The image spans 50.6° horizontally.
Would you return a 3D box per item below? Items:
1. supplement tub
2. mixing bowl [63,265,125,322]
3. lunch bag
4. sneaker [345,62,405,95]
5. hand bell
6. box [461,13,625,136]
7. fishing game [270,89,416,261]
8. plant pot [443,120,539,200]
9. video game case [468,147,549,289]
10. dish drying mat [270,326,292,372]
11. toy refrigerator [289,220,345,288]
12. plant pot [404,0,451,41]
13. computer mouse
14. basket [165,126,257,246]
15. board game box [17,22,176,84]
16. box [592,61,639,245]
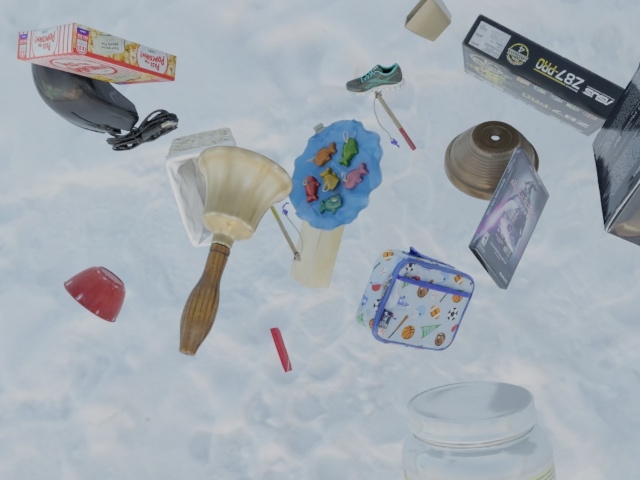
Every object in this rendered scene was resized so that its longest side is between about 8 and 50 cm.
[{"bbox_3d":[0.256,0.410,1.076,0.235,0.235,0.325,-6,94,28],"label":"supplement tub"},{"bbox_3d":[-0.622,0.137,1.919,0.181,0.181,0.098,38,88,30],"label":"mixing bowl"},{"bbox_3d":[0.243,0.148,1.722,0.115,0.303,0.243,35,105,53],"label":"lunch bag"},{"bbox_3d":[0.149,-0.452,1.872,0.166,0.076,0.065,-10,48,3],"label":"sneaker"},{"bbox_3d":[-0.125,0.021,0.815,0.126,0.126,0.242,2,63,29],"label":"hand bell"},{"bbox_3d":[0.556,-0.414,1.736,0.394,0.318,0.097,31,100,10],"label":"box"},{"bbox_3d":[0.016,-0.107,1.039,0.264,0.041,0.189,-41,51,22],"label":"fishing game"},{"bbox_3d":[0.434,-0.223,1.704,0.237,0.110,0.237,-2,53,3],"label":"plant pot"},{"bbox_3d":[0.445,-0.049,1.582,0.026,0.196,0.274,14,68,44],"label":"video game case"},{"bbox_3d":[-0.071,0.199,1.234,0.008,0.032,0.083,-22,80,20],"label":"dish drying mat"},{"bbox_3d":[0.000,0.000,2.016,0.102,0.094,0.270,33,113,51],"label":"toy refrigerator"},{"bbox_3d":[0.310,-0.628,1.913,0.109,0.096,0.109,-44,16,32],"label":"plant pot"},{"bbox_3d":[-0.414,-0.244,1.252,0.188,0.272,0.072,-14,55,33],"label":"computer mouse"},{"bbox_3d":[-0.175,-0.091,1.105,0.113,0.167,0.103,-12,33,-1],"label":"basket"},{"bbox_3d":[-0.351,-0.291,1.075,0.146,0.193,0.045,6,92,36],"label":"board game box"},{"bbox_3d":[0.619,-0.091,1.027,0.343,0.312,0.179,23,125,4],"label":"box"}]
